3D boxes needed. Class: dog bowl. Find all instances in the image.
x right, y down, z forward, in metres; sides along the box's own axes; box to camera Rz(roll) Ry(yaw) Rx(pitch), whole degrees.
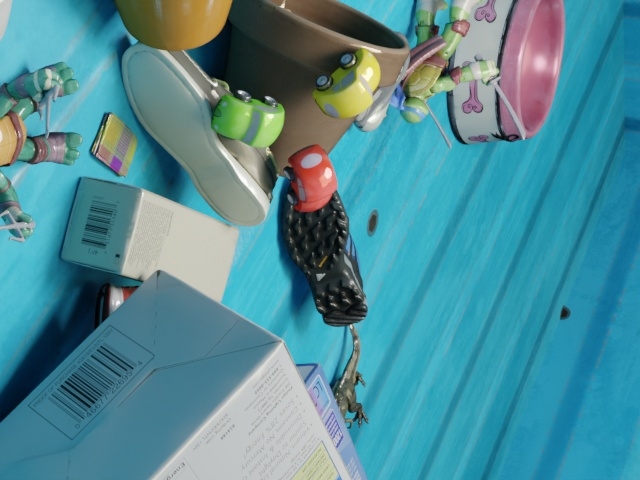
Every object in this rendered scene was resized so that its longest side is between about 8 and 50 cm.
[{"bbox_3d":[0.417,-0.400,2.827,0.408,0.150,0.408,-40,136,-54],"label":"dog bowl"}]

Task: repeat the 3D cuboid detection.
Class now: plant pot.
[{"bbox_3d":[-0.170,-0.329,1.494,0.188,0.205,0.205,95,19,-54],"label":"plant pot"},{"bbox_3d":[-0.040,-0.219,1.805,0.263,0.263,0.229,-18,137,-64],"label":"plant pot"}]

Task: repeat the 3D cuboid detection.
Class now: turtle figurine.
[{"bbox_3d":[-0.318,-0.105,1.340,0.234,0.118,0.175,-61,170,-68],"label":"turtle figurine"},{"bbox_3d":[0.243,-0.322,2.423,0.198,0.274,0.266,149,-46,-75],"label":"turtle figurine"}]

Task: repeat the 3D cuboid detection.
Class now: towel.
[{"bbox_3d":[-0.255,-0.119,1.610,0.083,0.009,0.060,45,59,-64],"label":"towel"}]

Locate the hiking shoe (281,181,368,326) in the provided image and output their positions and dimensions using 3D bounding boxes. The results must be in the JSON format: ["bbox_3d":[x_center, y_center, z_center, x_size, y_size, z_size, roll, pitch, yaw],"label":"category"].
[{"bbox_3d":[0.000,0.000,2.168,0.132,0.113,0.304,-98,175,-56],"label":"hiking shoe"}]

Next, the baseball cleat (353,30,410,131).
[{"bbox_3d":[0.099,-0.293,2.255,0.109,0.072,0.206,47,54,-54],"label":"baseball cleat"}]

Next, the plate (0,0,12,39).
[{"bbox_3d":[-0.356,-0.339,1.231,0.278,0.045,0.277,10,92,-66],"label":"plate"}]

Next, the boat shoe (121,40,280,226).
[{"bbox_3d":[-0.149,-0.152,1.670,0.305,0.109,0.091,57,42,-35],"label":"boat shoe"}]

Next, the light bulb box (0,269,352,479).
[{"bbox_3d":[-0.180,0.300,1.558,0.358,0.225,0.361,-45,140,-21],"label":"light bulb box"}]

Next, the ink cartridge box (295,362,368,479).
[{"bbox_3d":[-0.048,0.428,2.043,0.270,0.151,0.395,-51,130,-46],"label":"ink cartridge box"}]

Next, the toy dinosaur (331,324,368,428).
[{"bbox_3d":[0.051,0.285,2.440,0.118,0.064,0.268,40,61,-57],"label":"toy dinosaur"}]

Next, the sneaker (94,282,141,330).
[{"bbox_3d":[-0.224,0.166,1.648,0.128,0.087,0.221,2,103,-21],"label":"sneaker"}]

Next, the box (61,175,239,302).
[{"bbox_3d":[-0.211,0.003,1.661,0.275,0.094,0.113,28,75,-66],"label":"box"}]

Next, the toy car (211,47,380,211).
[{"bbox_3d":[-0.035,-0.138,1.638,0.225,0.053,0.239,5,117,-40],"label":"toy car"}]
